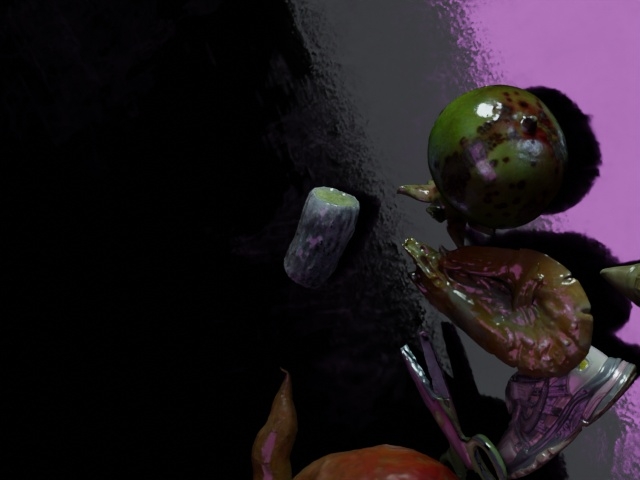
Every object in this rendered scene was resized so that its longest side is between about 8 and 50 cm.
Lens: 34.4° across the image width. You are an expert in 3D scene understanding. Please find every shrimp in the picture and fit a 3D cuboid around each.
[{"bbox_3d":[0.173,0.050,1.021,0.217,0.051,0.115,33,104,26],"label":"shrimp"}]

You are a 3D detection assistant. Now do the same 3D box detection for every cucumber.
[{"bbox_3d":[0.000,-0.002,1.165,0.064,0.064,0.112,31,113,22],"label":"cucumber"}]

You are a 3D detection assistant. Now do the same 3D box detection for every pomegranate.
[{"bbox_3d":[0.162,-0.069,1.023,0.148,0.148,0.169,46,122,16],"label":"pomegranate"}]

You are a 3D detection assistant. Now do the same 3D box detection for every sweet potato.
[{"bbox_3d":[-0.054,0.247,1.234,0.056,0.056,0.195,11,96,28],"label":"sweet potato"}]

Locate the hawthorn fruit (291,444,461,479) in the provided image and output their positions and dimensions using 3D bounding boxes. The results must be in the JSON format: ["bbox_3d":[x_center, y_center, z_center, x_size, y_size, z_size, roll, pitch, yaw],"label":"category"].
[{"bbox_3d":[0.060,0.341,1.072,0.262,0.258,0.258,14,104,49],"label":"hawthorn fruit"}]

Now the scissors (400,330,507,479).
[{"bbox_3d":[0.136,0.190,1.109,0.187,0.020,0.133,67,154,16],"label":"scissors"}]

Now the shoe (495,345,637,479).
[{"bbox_3d":[0.227,0.161,1.042,0.092,0.089,0.180,49,114,14],"label":"shoe"}]

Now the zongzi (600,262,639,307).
[{"bbox_3d":[0.362,0.107,0.985,0.178,0.081,0.189,-3,110,51],"label":"zongzi"}]
